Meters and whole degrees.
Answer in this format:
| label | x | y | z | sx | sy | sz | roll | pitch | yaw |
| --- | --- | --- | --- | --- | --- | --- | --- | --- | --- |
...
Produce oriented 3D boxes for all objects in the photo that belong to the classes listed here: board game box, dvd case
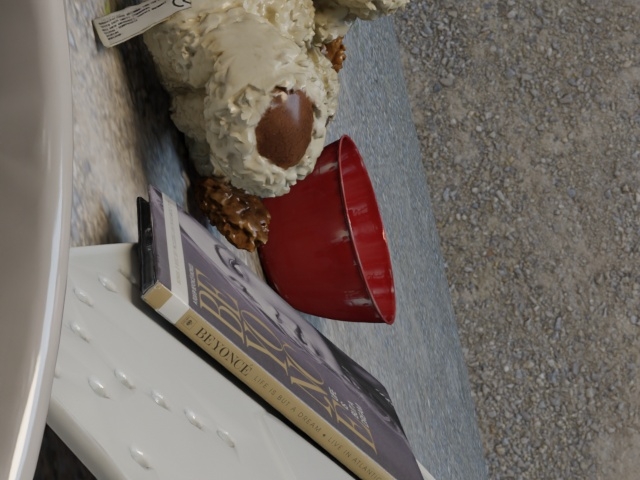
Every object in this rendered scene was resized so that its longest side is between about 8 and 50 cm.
| label | x | y | z | sx | sy | sz | roll | pitch | yaw |
| --- | --- | --- | --- | --- | --- | --- | --- | --- | --- |
| board game box | -0.001 | 0.158 | 0.689 | 0.390 | 0.050 | 0.390 | 46 | 9 | 7 |
| dvd case | -0.024 | 0.065 | 0.781 | 0.221 | 0.018 | 0.164 | 42 | 10 | -20 |

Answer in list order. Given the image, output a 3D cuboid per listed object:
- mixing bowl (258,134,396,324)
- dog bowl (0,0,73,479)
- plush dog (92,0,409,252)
| label | x | y | z | sx | sy | sz | roll | pitch | yaw |
| --- | --- | --- | --- | --- | --- | --- | --- | --- | --- |
| mixing bowl | 0.000 | 0.000 | 1.202 | 0.181 | 0.098 | 0.181 | -13 | 90 | -78 |
| dog bowl | -0.149 | -0.009 | 0.267 | 0.349 | 0.102 | 0.348 | 3 | 90 | -82 |
| plush dog | -0.057 | -0.126 | 0.994 | 0.225 | 0.211 | 0.262 | 84 | 29 | -54 |
